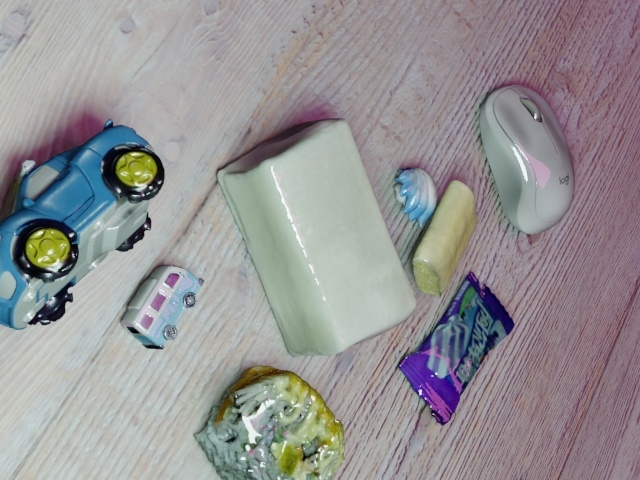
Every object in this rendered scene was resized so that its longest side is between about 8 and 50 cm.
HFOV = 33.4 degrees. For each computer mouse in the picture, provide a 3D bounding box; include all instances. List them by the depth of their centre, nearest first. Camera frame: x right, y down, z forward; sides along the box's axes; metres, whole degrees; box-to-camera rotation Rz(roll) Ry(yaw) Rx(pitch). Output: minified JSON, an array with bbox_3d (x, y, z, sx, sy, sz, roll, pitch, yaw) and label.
[{"bbox_3d":[0.413,-0.159,2.072,0.184,0.121,0.297,-16,99,-38],"label":"computer mouse"}]

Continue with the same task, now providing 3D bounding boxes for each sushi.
[{"bbox_3d":[-0.077,0.301,1.623,0.184,0.139,0.274,-48,119,-30],"label":"sushi"}]

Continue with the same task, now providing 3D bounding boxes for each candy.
[{"bbox_3d":[0.003,-0.001,1.704,0.208,0.145,0.359,-30,105,-37],"label":"candy"},{"bbox_3d":[0.253,0.193,1.953,0.145,0.070,0.275,51,60,-16],"label":"candy"}]

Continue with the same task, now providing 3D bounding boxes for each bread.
[{"bbox_3d":[0.225,-0.001,1.915,0.178,0.060,0.139,-62,157,-22],"label":"bread"}]

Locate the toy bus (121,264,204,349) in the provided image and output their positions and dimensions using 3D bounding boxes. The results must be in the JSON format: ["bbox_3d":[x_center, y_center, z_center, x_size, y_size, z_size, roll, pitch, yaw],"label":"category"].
[{"bbox_3d":[-0.233,0.091,1.559,0.075,0.060,0.123,41,65,-26],"label":"toy bus"}]

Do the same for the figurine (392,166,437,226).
[{"bbox_3d":[0.168,-0.077,1.894,0.114,0.079,0.114,-4,90,-76],"label":"figurine"}]

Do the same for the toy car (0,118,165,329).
[{"bbox_3d":[-0.342,-0.025,1.407,0.166,0.198,0.314,39,62,7],"label":"toy car"}]
